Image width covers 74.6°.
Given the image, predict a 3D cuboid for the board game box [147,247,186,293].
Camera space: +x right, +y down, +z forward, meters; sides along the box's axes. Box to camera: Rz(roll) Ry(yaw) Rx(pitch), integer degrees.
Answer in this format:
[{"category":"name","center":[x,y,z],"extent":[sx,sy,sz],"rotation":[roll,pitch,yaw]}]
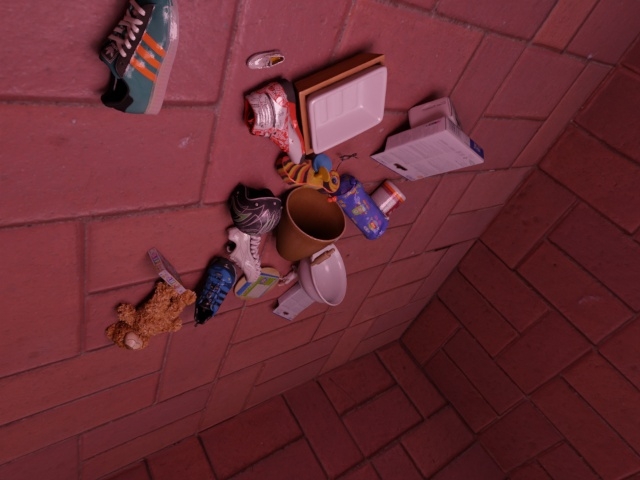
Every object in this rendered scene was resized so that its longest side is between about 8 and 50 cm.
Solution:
[{"category":"board game box","center":[-0.502,0.102,1.379],"extent":[0.026,0.103,0.154],"rotation":[-33,150,-10]}]

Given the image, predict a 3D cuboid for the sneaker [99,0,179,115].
[{"category":"sneaker","center":[-0.372,-0.388,0.848],"extent":[0.121,0.108,0.302],"rotation":[-14,144,-42]}]

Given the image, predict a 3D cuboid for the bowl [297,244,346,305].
[{"category":"bowl","center":[-0.011,0.149,1.865],"extent":[0.134,0.298,0.297],"rotation":[-14,162,29]}]

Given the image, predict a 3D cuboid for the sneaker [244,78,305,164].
[{"category":"sneaker","center":[-0.135,-0.315,1.211],"extent":[0.144,0.090,0.270],"rotation":[-28,139,-17]}]

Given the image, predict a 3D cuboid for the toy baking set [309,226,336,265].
[{"category":"toy baking set","center":[0.001,0.005,1.690],"extent":[0.030,0.197,0.256],"rotation":[20,142,-27]}]

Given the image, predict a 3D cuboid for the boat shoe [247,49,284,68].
[{"category":"boat shoe","center":[-0.138,-0.459,1.077],"extent":[0.100,0.035,0.035],"rotation":[-24,148,-23]}]

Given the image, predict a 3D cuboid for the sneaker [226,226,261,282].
[{"category":"sneaker","center":[-0.286,0.048,1.556],"extent":[0.118,0.110,0.292],"rotation":[-16,136,-21]}]

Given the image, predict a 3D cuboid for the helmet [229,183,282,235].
[{"category":"helmet","center":[-0.209,-0.096,1.369],"extent":[0.169,0.162,0.170],"rotation":[-27,148,-19]}]

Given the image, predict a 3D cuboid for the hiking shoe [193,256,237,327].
[{"category":"hiking shoe","center":[-0.393,0.196,1.569],"extent":[0.113,0.132,0.304],"rotation":[22,126,-5]}]

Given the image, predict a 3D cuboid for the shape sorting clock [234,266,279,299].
[{"category":"shape sorting clock","center":[-0.272,0.185,1.805],"extent":[0.206,0.040,0.206],"rotation":[-25,150,-16]}]

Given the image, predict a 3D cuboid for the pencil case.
[{"category":"pencil case","center":[0.163,-0.129,1.668],"extent":[0.133,0.120,0.306],"rotation":[-27,131,22]}]

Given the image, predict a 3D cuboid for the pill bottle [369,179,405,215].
[{"category":"pill bottle","center":[0.255,-0.149,1.840],"extent":[0.221,0.121,0.121],"rotation":[-44,150,10]}]

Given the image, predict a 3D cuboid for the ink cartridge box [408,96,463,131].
[{"category":"ink cartridge box","center":[0.448,-0.440,1.618],"extent":[0.158,0.092,0.217],"rotation":[-12,159,27]}]

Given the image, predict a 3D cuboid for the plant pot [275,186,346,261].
[{"category":"plant pot","center":[-0.068,-0.031,1.578],"extent":[0.237,0.237,0.254],"rotation":[-12,155,-38]}]

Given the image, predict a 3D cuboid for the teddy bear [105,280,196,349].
[{"category":"teddy bear","center":[-0.601,0.278,1.508],"extent":[0.337,0.113,0.245],"rotation":[-32,147,-11]}]

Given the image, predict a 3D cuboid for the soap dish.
[{"category":"soap dish","center":[0.056,-0.415,1.266],"extent":[0.290,0.118,0.229],"rotation":[-29,149,-15]}]

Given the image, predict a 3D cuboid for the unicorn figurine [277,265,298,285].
[{"category":"unicorn figurine","center":[-0.123,0.159,1.926],"extent":[0.161,0.060,0.111],"rotation":[-24,159,3]}]

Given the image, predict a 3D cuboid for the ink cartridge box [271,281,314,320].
[{"category":"ink cartridge box","center":[-0.122,0.302,2.124],"extent":[0.224,0.045,0.223],"rotation":[-39,150,3]}]

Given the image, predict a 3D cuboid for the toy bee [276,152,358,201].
[{"category":"toy bee","center":[0.004,-0.209,1.416],"extent":[0.297,0.162,0.195],"rotation":[-8,-178,-9]}]

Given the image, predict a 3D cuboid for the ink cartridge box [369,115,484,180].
[{"category":"ink cartridge box","center":[0.418,-0.346,1.653],"extent":[0.329,0.072,0.324],"rotation":[-9,162,42]}]
